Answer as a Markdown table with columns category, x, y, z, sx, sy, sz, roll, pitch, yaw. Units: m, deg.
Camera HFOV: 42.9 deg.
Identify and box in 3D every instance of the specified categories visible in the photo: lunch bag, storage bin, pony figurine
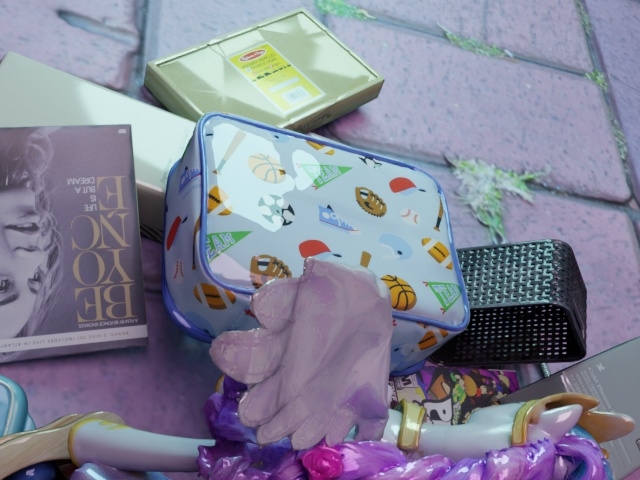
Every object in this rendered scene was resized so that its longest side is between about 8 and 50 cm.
| category | x | y | z | sx | sy | sz | roll | pitch | yaw |
| --- | --- | --- | --- | --- | --- | --- | --- | --- | --- |
| lunch bag | 0.000 | 0.000 | 0.800 | 0.303 | 0.115 | 0.243 | 14 | 47 | -25 |
| storage bin | 0.196 | 0.073 | 0.905 | 0.122 | 0.180 | 0.084 | 54 | 39 | -44 |
| pony figurine | 0.004 | 0.162 | 0.568 | 0.351 | 0.363 | 0.303 | -6 | 89 | -58 |

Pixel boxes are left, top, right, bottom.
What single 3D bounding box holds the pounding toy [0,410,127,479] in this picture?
| category | x | y | z | sx | sy | sz | roll | pitch | yaw |
| --- | --- | --- | --- | --- | --- | --- | --- | --- | --- |
| pounding toy | -0.237 | 0.230 | 0.618 | 0.269 | 0.155 | 0.154 | -13 | 86 | -37 |

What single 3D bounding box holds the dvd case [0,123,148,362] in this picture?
| category | x | y | z | sx | sy | sz | roll | pitch | yaw |
| --- | --- | --- | --- | --- | --- | --- | --- | --- | --- |
| dvd case | -0.256 | 0.000 | 0.780 | 0.164 | 0.018 | 0.221 | -4 | 88 | -17 |

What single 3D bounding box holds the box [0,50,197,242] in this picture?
| category | x | y | z | sx | sy | sz | roll | pitch | yaw |
| --- | --- | --- | --- | --- | --- | --- | --- | --- | --- |
| box | -0.223 | -0.087 | 0.870 | 0.275 | 0.094 | 0.113 | 21 | 54 | -12 |

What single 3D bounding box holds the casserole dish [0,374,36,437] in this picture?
| category | x | y | z | sx | sy | sz | roll | pitch | yaw |
| --- | --- | --- | --- | --- | --- | --- | --- | --- | --- |
| casserole dish | -0.343 | 0.155 | 0.704 | 0.188 | 0.037 | 0.114 | 15 | 57 | -18 |

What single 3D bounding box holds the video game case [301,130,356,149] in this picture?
| category | x | y | z | sx | sy | sz | roll | pitch | yaw |
| --- | --- | --- | --- | --- | --- | --- | --- | --- | --- |
| video game case | 0.030 | 0.006 | 0.976 | 0.204 | 0.025 | 0.285 | 19 | 55 | -14 |

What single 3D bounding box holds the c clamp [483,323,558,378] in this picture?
| category | x | y | z | sx | sy | sz | roll | pitch | yaw |
| --- | --- | --- | --- | --- | --- | --- | --- | --- | --- |
| c clamp | 0.263 | 0.172 | 0.986 | 0.137 | 0.022 | 0.161 | 2 | 61 | -23 |

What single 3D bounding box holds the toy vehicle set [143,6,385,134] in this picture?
| category | x | y | z | sx | sy | sz | roll | pitch | yaw |
| --- | --- | --- | --- | --- | --- | --- | --- | --- | --- |
| toy vehicle set | -0.065 | -0.202 | 1.033 | 0.266 | 0.035 | 0.166 | -31 | 67 | -36 |

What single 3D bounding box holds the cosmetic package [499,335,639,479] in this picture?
| category | x | y | z | sx | sy | sz | roll | pitch | yaw |
| --- | --- | --- | --- | --- | --- | --- | --- | --- | --- |
| cosmetic package | 0.326 | 0.193 | 0.924 | 0.238 | 0.107 | 0.127 | -13 | 72 | -41 |

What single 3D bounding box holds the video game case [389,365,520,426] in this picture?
| category | x | y | z | sx | sy | sz | roll | pitch | yaw |
| --- | --- | --- | --- | --- | --- | --- | --- | --- | --- |
| video game case | 0.150 | 0.246 | 0.844 | 0.210 | 0.042 | 0.232 | 10 | 59 | -36 |
